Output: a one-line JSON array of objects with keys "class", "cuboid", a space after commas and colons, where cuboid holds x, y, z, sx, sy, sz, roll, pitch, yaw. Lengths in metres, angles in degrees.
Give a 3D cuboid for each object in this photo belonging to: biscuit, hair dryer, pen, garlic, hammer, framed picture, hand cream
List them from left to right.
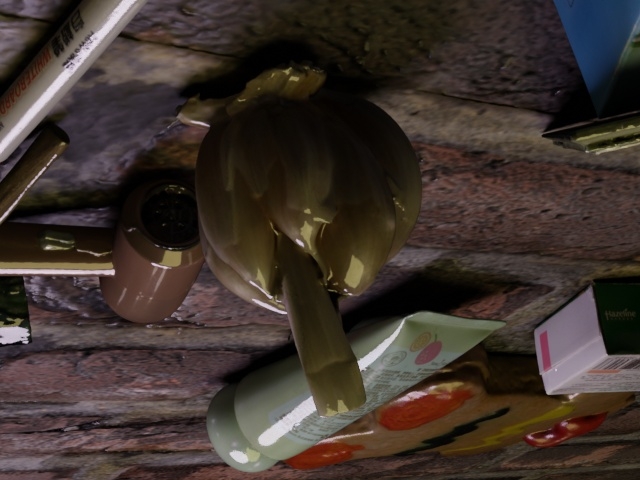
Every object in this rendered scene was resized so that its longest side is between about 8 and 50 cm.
[{"class": "hammer", "cuboid": [-0.206, -0.010, 0.754, 0.062, 0.017, 0.182, 38, 122, -13]}, {"class": "pen", "cuboid": [-0.127, -0.090, 0.626, 0.026, 0.026, 0.218, 5, 153, -38]}, {"class": "hair dryer", "cuboid": [-0.164, 0.006, 0.812, 0.181, 0.064, 0.117, 1, 155, -18]}, {"class": "garlic", "cuboid": [0.000, 0.000, 0.715, 0.131, 0.194, 0.127, -24, 166, 15]}, {"class": "hand cream", "cuboid": [0.019, 0.134, 1.187, 0.305, 0.093, 0.147, -29, 155, 33]}, {"class": "biscuit", "cuboid": [0.187, 0.201, 1.473, 0.394, 0.076, 0.368, 6, 153, -38]}, {"class": "framed picture", "cuboid": [0.238, -0.078, 0.711, 0.216, 0.016, 0.273, -13, -177, 9]}]

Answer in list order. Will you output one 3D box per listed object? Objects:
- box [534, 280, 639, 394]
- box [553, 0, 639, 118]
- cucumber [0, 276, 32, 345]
[{"class": "box", "cuboid": [0.334, 0.100, 1.268, 0.199, 0.081, 0.135, 3, 157, -18]}, {"class": "box", "cuboid": [0.202, -0.153, 0.569, 0.142, 0.083, 0.232, -14, 158, -5]}, {"class": "cucumber", "cuboid": [-0.303, 0.052, 0.841, 0.211, 0.062, 0.078, -6, 159, -16]}]
